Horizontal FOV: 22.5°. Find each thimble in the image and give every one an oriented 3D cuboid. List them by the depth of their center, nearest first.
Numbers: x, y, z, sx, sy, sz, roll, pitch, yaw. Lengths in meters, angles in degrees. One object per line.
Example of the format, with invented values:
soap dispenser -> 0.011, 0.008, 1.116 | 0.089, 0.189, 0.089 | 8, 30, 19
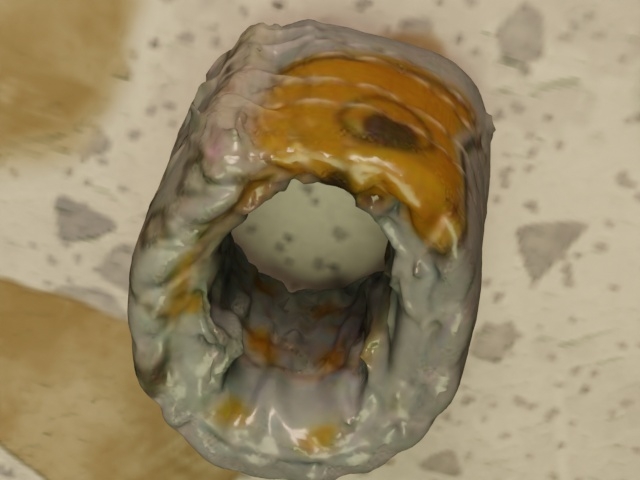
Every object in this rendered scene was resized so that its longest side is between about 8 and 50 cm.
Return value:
thimble -> -0.002, 0.002, 0.609 | 0.127, 0.118, 0.151 | 16, 123, -4
